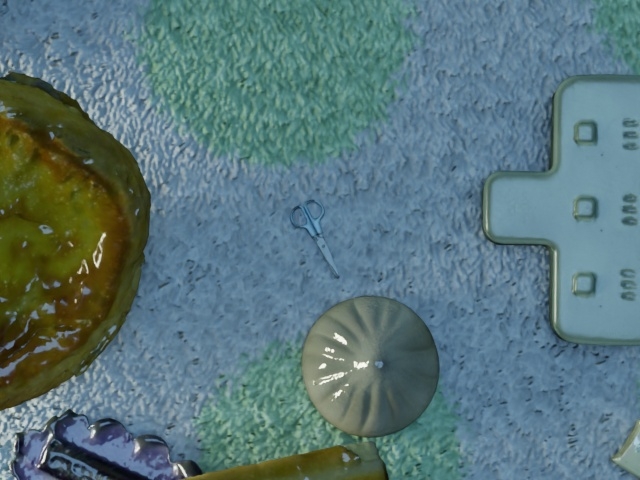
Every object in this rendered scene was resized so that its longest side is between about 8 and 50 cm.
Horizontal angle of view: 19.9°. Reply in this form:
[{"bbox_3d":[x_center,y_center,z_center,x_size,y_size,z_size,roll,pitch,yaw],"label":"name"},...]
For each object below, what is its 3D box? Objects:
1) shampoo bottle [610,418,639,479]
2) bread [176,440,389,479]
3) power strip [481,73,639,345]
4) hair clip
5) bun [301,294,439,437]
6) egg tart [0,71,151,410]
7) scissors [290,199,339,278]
[{"bbox_3d":[0.354,0.235,1.783,0.141,0.034,0.049,35,77,-1],"label":"shampoo bottle"},{"bbox_3d":[-0.031,0.319,1.670,0.246,0.111,0.239,-10,83,-19],"label":"bread"},{"bbox_3d":[0.254,-0.030,1.788,0.193,0.059,0.265,1,87,0],"label":"power strip"},{"bbox_3d":[-0.206,0.233,1.736,0.195,0.052,0.124,20,77,3],"label":"hair clip"},{"bbox_3d":[0.050,0.121,1.745,0.138,0.094,0.138,0,87,-4],"label":"bun"},{"bbox_3d":[-0.322,-0.005,1.678,0.341,0.129,0.341,-9,116,-18],"label":"egg tart"},{"bbox_3d":[0.000,0.000,1.797,0.036,0.006,0.083,-26,86,-8],"label":"scissors"}]
